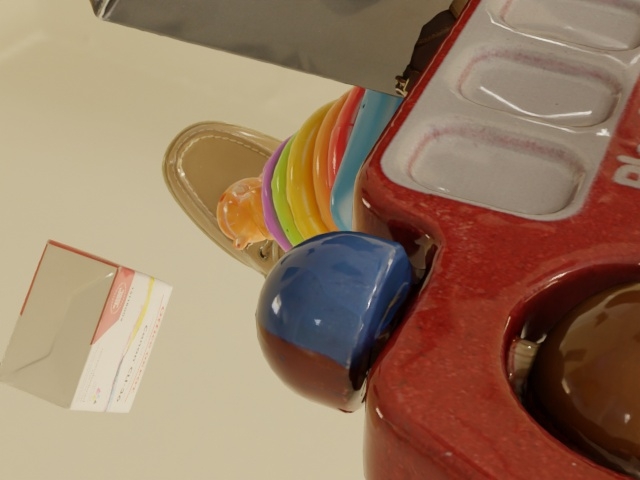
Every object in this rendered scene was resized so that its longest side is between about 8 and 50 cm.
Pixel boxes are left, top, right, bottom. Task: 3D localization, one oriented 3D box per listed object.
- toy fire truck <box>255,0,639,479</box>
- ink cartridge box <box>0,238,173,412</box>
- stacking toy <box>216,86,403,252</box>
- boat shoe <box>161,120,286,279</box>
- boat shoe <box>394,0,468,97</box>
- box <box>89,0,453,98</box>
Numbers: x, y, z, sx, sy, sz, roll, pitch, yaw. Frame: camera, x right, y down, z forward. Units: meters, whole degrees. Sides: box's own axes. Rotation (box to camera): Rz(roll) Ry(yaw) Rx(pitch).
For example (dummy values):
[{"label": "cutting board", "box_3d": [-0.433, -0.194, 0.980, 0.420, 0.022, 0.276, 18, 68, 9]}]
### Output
[{"label": "toy fire truck", "box_3d": [0.123, 0.021, 0.529, 0.253, 0.169, 0.302, 14, -142, 16]}, {"label": "ink cartridge box", "box_3d": [-0.176, 0.072, 1.431, 0.067, 0.115, 0.198, 19, 178, 11]}, {"label": "stacking toy", "box_3d": [0.016, -0.034, 1.305, 0.165, 0.302, 0.175, 30, -114, -28]}, {"label": "boat shoe", "box_3d": [0.000, 0.000, 1.688, 0.341, 0.122, 0.110, 34, -179, 1]}, {"label": "boat shoe", "box_3d": [0.086, -0.057, 0.888, 0.073, 0.073, 0.207, 38, -168, -20]}, {"label": "box", "box_3d": [0.005, -0.254, 1.069, 0.343, 0.179, 0.312, 11, -141, -37]}]
